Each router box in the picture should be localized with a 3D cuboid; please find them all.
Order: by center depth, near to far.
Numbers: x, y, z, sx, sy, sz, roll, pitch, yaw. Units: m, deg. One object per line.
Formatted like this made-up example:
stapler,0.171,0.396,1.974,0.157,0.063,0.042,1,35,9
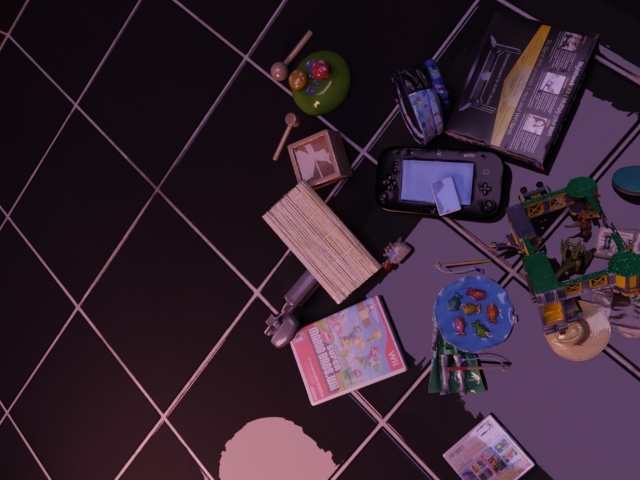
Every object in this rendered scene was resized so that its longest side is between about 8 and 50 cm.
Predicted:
router box,0.467,-0.351,1.375,0.243,0.081,0.309,26,96,26

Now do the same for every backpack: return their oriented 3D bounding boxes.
backpack,0.254,-0.329,1.433,0.116,0.158,0.173,-20,74,6

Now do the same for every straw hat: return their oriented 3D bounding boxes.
straw hat,0.545,0.198,1.277,0.144,0.061,0.145,3,95,41

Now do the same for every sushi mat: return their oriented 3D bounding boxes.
sushi mat,0.000,0.000,1.522,0.151,0.019,0.316,-43,79,8

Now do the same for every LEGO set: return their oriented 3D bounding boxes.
LEGO set,0.529,0.044,1.249,0.255,0.192,0.331,-25,45,8

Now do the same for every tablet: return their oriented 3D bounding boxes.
tablet,0.299,-0.106,1.405,0.054,0.006,0.083,-18,81,25

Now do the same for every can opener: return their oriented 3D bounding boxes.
can opener,-0.044,0.166,1.578,0.095,0.076,0.283,44,102,19

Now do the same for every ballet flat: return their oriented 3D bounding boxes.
ballet flat,0.705,-0.111,1.218,0.072,0.068,0.213,-57,21,-5

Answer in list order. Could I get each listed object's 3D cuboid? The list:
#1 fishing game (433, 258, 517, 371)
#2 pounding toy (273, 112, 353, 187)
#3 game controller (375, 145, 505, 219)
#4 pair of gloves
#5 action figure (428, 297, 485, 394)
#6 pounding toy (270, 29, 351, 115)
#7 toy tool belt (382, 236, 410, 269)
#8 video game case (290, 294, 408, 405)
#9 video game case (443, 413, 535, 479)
fishing game,0.361,0.170,1.369,0.189,0.041,0.264,-1,75,3
pounding toy,-0.032,-0.244,1.591,0.181,0.094,0.206,-18,86,28
game controller,0.287,-0.143,1.440,0.319,0.067,0.167,7,107,25
pair of gloves,0.689,0.090,1.252,0.204,0.042,0.240,4,85,29
action figure,0.311,0.249,1.409,0.137,0.063,0.232,-7,81,22
pounding toy,-0.034,-0.462,1.610,0.183,0.110,0.237,-47,69,14
toy tool belt,0.187,0.032,1.499,0.083,0.052,0.051,-46,38,12
video game case,0.066,0.290,1.541,0.285,0.025,0.204,-26,75,21
video game case,0.390,0.510,1.370,0.157,0.019,0.143,-47,69,14
